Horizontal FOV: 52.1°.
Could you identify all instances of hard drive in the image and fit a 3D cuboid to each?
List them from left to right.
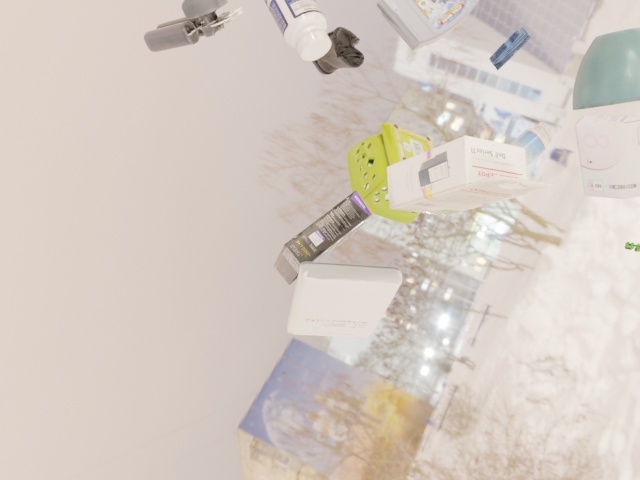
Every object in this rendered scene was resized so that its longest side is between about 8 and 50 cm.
[{"bbox_3d":[0.047,0.156,1.626,0.353,0.233,0.047,105,167,-61],"label":"hard drive"}]

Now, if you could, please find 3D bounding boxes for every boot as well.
[{"bbox_3d":[0.011,-0.607,1.939,0.094,0.246,0.207,-45,21,-17],"label":"boot"}]

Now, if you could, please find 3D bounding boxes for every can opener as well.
[{"bbox_3d":[-0.266,-0.446,1.311,0.076,0.283,0.095,-46,-55,-32],"label":"can opener"}]

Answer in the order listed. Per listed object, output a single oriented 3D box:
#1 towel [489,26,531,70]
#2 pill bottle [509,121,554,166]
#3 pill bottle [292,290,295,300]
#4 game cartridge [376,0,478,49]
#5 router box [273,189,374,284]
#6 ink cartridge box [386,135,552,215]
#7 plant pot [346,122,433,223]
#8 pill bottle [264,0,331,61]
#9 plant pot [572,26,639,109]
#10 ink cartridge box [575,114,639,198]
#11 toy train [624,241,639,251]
[{"bbox_3d":[0.504,-0.516,1.754,0.119,0.029,0.067,-45,25,25],"label":"towel"},{"bbox_3d":[0.633,-0.286,2.002,0.160,0.087,0.087,-40,-17,-4],"label":"pill bottle"},{"bbox_3d":[0.023,0.204,2.088,0.221,0.124,0.124,17,-83,-41],"label":"pill bottle"},{"bbox_3d":[0.330,-0.696,1.900,0.297,0.198,0.062,-42,-2,-14],"label":"game cartridge"},{"bbox_3d":[0.000,0.000,1.807,0.243,0.081,0.309,-38,-4,-16],"label":"router box"},{"bbox_3d":[0.348,-0.155,1.572,0.353,0.207,0.119,-15,73,56],"label":"ink cartridge box"},{"bbox_3d":[0.236,-0.216,2.018,0.207,0.227,0.228,-44,41,40],"label":"plant pot"},{"bbox_3d":[-0.031,-0.324,0.956,0.067,0.120,0.067,-24,-16,-8],"label":"pill bottle"},{"bbox_3d":[0.856,-0.489,1.851,0.290,0.290,0.195,-32,-67,-67],"label":"plant pot"},{"bbox_3d":[0.679,-0.177,1.407,0.066,0.232,0.189,-39,-56,-30],"label":"ink cartridge box"},{"bbox_3d":[0.926,0.023,1.904,0.024,0.083,0.017,-58,-44,-17],"label":"toy train"}]
